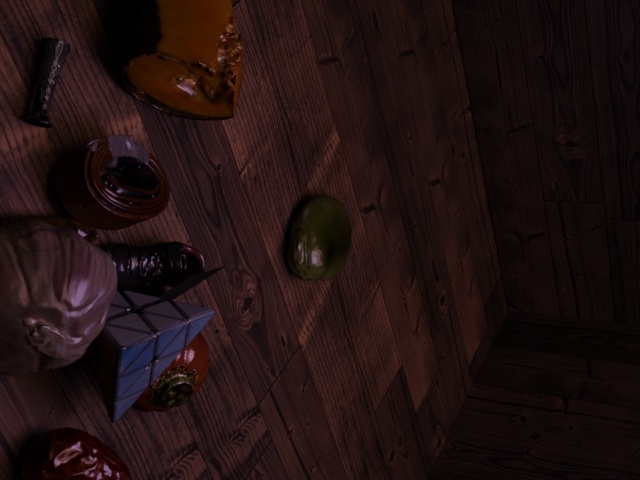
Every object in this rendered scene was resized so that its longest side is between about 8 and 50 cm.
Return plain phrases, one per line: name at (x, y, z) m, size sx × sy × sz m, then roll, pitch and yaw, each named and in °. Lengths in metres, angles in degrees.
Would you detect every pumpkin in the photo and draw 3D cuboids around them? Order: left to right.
pumpkin at (-0.295, -0.404, 1.904) m, size 0.303 × 0.256 × 0.226 m, roll 82°, pitch 19°, yaw -67°

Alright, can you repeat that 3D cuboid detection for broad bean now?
broad bean at (-0.001, 0.000, 2.584) m, size 0.238 × 0.119 × 0.291 m, roll 59°, pitch 42°, yaw -31°

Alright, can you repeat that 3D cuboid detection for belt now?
belt at (-0.422, -0.120, 1.838) m, size 0.261 × 0.105 × 0.184 m, roll 13°, pitch 65°, yaw -59°

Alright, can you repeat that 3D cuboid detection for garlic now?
garlic at (-0.523, 0.107, 1.571) m, size 0.317 × 0.259 × 0.318 m, roll -20°, pitch 129°, yaw -27°

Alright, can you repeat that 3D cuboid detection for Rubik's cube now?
Rubik's cube at (-0.384, 0.201, 1.781) m, size 0.229 × 0.233 × 0.228 m, roll 47°, pitch 38°, yaw -40°

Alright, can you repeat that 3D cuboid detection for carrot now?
carrot at (-0.533, -0.015, 1.743) m, size 0.228 × 0.069 × 0.069 m, roll -4°, pitch 98°, yaw -60°

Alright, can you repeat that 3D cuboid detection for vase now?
vase at (-0.527, -0.302, 1.713) m, size 0.059 × 0.059 × 0.167 m, roll 25°, pitch 72°, yaw -58°

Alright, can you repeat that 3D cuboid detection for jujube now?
jujube at (-0.485, 0.484, 1.795) m, size 0.250 × 0.174 × 0.174 m, roll 49°, pitch 52°, yaw -37°

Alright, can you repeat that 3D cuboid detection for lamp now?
lamp at (-0.351, 0.274, 1.956) m, size 0.223 × 0.196 × 0.223 m, roll -20°, pitch 135°, yaw -21°

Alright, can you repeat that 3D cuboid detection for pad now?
pad at (-0.318, 0.112, 1.996) m, size 0.143 × 0.211 × 0.003 m, roll -18°, pitch 79°, yaw -58°

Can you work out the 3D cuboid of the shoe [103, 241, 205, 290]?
shoe at (-0.360, 0.060, 1.965) m, size 0.291 × 0.137 × 0.114 m, roll -6°, pitch 98°, yaw -58°
